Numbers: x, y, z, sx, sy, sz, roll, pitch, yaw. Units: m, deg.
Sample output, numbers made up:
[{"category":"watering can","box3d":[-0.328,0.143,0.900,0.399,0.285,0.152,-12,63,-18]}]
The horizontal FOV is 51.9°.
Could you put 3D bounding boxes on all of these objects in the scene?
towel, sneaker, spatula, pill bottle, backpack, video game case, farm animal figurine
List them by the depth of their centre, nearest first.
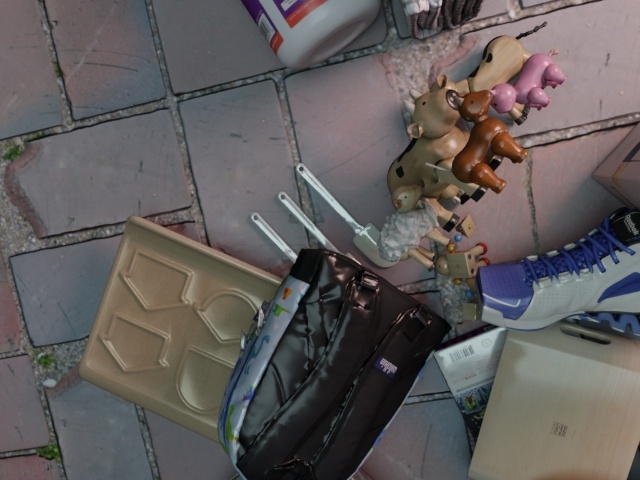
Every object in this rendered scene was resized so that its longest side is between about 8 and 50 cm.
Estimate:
[{"category":"towel","box3d":[0.148,-0.422,0.913,0.121,0.284,0.235,-17,95,11]},{"category":"sneaker","box3d":[0.394,0.034,0.972,0.316,0.127,0.182,2,127,-1]},{"category":"farm animal figurine","box3d":[0.195,-0.159,0.979,0.172,0.330,0.326,33,131,2]},{"category":"pill bottle","box3d":[-0.061,-0.438,1.002,0.181,0.181,0.323,-32,91,13]},{"category":"backpack","box3d":[-0.008,0.225,1.031,0.290,0.273,0.355,30,73,-26]},{"category":"video game case","box3d":[0.334,0.231,1.090,0.232,0.042,0.210,-26,93,13]},{"category":"spatula","box3d":[0.000,0.000,1.135,0.242,0.019,0.168,46,104,2]}]

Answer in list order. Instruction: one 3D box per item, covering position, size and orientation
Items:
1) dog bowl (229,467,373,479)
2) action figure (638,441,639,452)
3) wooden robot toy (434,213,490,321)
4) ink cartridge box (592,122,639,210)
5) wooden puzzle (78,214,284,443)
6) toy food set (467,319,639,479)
[{"category":"dog bowl","box3d":[-0.028,0.529,1.170,0.349,0.102,0.348,2,99,10]},{"category":"action figure","box3d":[0.599,0.392,0.978,0.179,0.341,0.330,-15,106,-31]},{"category":"wooden robot toy","box3d":[0.229,0.046,1.086,0.079,0.076,0.173,-6,98,47]},{"category":"ink cartridge box","box3d":[0.507,-0.058,0.858,0.207,0.353,0.119,41,103,3]},{"category":"wooden puzzle","box3d":[-0.239,0.161,1.177,0.322,0.080,0.347,23,106,7]},{"category":"toy food set","box3d":[0.375,0.279,1.035,0.220,0.092,0.306,16,102,18]}]
